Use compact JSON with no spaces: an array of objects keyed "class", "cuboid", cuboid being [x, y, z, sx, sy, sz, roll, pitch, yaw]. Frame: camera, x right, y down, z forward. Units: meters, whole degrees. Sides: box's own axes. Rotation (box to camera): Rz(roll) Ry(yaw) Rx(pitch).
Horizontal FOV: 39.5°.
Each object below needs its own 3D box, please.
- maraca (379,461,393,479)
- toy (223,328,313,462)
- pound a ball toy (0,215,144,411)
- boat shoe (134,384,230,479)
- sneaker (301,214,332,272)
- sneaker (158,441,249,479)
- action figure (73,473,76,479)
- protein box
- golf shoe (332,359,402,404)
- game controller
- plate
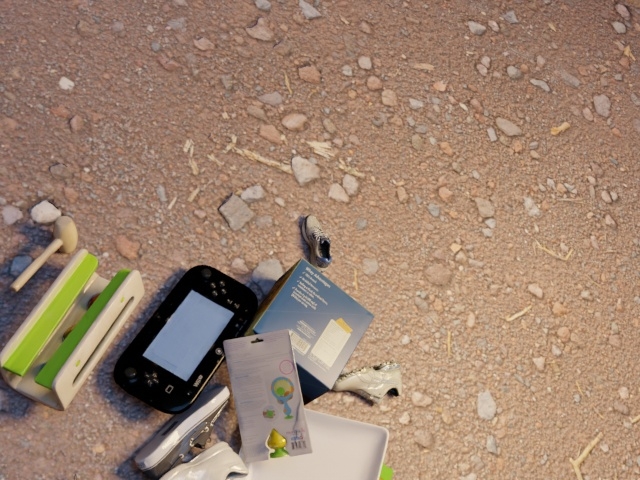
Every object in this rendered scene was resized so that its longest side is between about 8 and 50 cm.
[{"class":"maraca","cuboid":[0.102,0.514,1.767,0.127,0.099,0.185,21,55,-30]},{"class":"toy","cuboid":[-0.096,0.297,1.710,0.137,0.056,0.237,-12,83,14]},{"class":"pound a ball toy","cuboid":[-0.473,0.133,1.649,0.208,0.135,0.319,21,55,12]},{"class":"boat shoe","cuboid":[-0.244,0.366,1.674,0.228,0.080,0.076,-43,108,-38]},{"class":"sneaker","cuboid":[0.000,0.000,1.983,0.052,0.058,0.135,-6,69,-30]},{"class":"sneaker","cuboid":[-0.224,0.452,1.621,0.094,0.080,0.212,37,49,28]},{"class":"action figure","cuboid":[-0.447,0.506,1.461,0.164,0.141,0.275,25,59,-2]},{"class":"protein box","cuboid":[-0.036,0.187,1.827,0.200,0.136,0.201,39,55,-6]},{"class":"golf shoe","cuboid":[0.103,0.309,1.888,0.176,0.069,0.086,-8,77,-29]},{"class":"game controller","cuboid":[-0.256,0.189,1.736,0.167,0.067,0.319,24,55,14]},{"class":"plate","cuboid":[-0.029,0.463,1.712,0.278,0.045,0.277,14,59,3]}]
